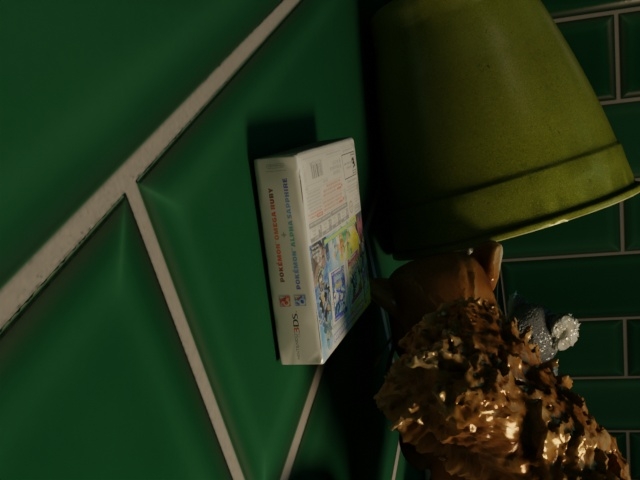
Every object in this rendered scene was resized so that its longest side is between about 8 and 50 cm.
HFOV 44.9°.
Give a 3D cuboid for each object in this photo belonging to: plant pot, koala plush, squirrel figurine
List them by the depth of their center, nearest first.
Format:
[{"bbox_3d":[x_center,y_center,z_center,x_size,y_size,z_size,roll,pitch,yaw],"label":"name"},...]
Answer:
[{"bbox_3d":[0.188,0.173,0.876,0.397,0.281,0.370,82,-6,-73],"label":"squirrel figurine"},{"bbox_3d":[0.229,-0.191,1.129,0.366,0.367,0.352,-23,96,-72],"label":"plant pot"},{"bbox_3d":[0.397,0.219,1.491,0.203,0.196,0.221,7,98,-32],"label":"koala plush"}]

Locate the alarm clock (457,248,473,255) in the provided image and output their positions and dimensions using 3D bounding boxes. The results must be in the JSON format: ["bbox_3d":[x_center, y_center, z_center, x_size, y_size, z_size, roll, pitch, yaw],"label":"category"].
[{"bbox_3d":[0.318,0.046,1.758,0.192,0.064,0.129,-15,100,-70],"label":"alarm clock"}]

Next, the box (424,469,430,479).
[{"bbox_3d":[0.308,0.449,1.447,0.345,0.168,0.214,-15,101,-73],"label":"box"}]

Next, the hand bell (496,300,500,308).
[{"bbox_3d":[0.260,0.058,1.551,0.242,0.126,0.126,63,25,-24],"label":"hand bell"}]

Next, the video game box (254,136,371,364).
[{"bbox_3d":[0.000,0.000,0.756,0.205,0.048,0.187,-35,117,-71],"label":"video game box"}]
